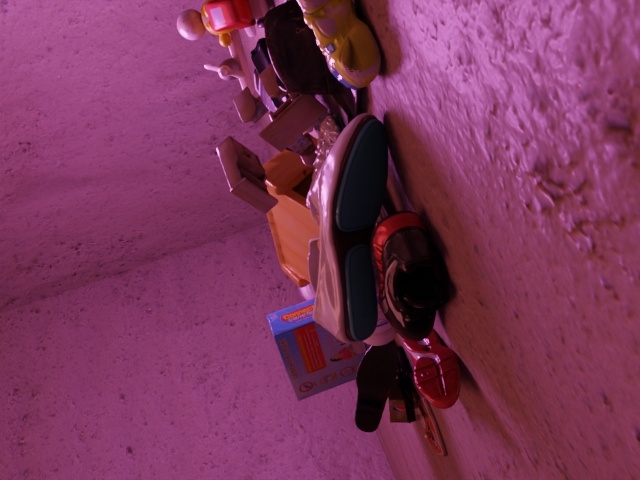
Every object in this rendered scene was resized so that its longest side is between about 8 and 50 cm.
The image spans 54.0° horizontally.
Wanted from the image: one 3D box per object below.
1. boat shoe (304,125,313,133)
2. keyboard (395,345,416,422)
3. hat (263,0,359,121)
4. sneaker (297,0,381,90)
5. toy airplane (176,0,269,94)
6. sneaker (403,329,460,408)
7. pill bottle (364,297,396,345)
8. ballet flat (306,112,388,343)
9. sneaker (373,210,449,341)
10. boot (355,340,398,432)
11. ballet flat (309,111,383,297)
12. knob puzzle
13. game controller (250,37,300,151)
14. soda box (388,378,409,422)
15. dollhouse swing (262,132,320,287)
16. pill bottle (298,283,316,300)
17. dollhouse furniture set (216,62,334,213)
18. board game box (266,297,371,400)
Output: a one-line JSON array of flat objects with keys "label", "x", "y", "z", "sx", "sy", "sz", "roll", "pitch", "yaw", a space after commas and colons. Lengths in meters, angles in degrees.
[{"label": "boat shoe", "x": -0.076, "y": -0.377, "z": 1.663, "sx": 0.302, "sy": 0.094, "sz": 0.109, "roll": 83, "pitch": 167, "yaw": -59}, {"label": "keyboard", "x": 0.202, "y": 0.361, "z": 1.582, "sx": 0.100, "sy": 0.038, "sz": 0.192, "roll": 95, "pitch": 166, "yaw": -69}, {"label": "hat", "x": -0.033, "y": -0.353, "z": 1.167, "sx": 0.331, "sy": 0.134, "sz": 0.331, "roll": 161, "pitch": 90, "yaw": -84}, {"label": "sneaker", "x": 0.015, "y": -0.336, "z": 0.975, "sx": 0.126, "sy": 0.091, "sz": 0.240, "roll": 108, "pitch": 141, "yaw": -82}, {"label": "toy airplane", "x": -0.296, "y": -0.676, "z": 1.872, "sx": 0.384, "sy": 0.272, "sz": 0.386, "roll": 83, "pitch": 166, "yaw": -67}, {"label": "sneaker", "x": 0.220, "y": 0.258, "z": 1.139, "sx": 0.221, "sy": 0.087, "sz": 0.128, "roll": -92, "pitch": -22, "yaw": -67}, {"label": "pill bottle", "x": 0.113, "y": 0.130, "z": 1.411, "sx": 0.124, "sy": 0.124, "sz": 0.221, "roll": -116, "pitch": 9, "yaw": -51}, {"label": "ballet flat", "x": 0.031, "y": -0.018, "z": 1.086, "sx": 0.139, "sy": 0.139, "sz": 0.400, "roll": -129, "pitch": 39, "yaw": -73}, {"label": "sneaker", "x": 0.152, "y": 0.089, "z": 1.032, "sx": 0.135, "sy": 0.098, "sz": 0.276, "roll": -112, "pitch": 8, "yaw": -49}, {"label": "boot", "x": 0.161, "y": 0.308, "z": 1.614, "sx": 0.280, "sy": 0.096, "sz": 0.264, "roll": -59, "pitch": -27, "yaw": -64}, {"label": "ballet flat", "x": 0.052, "y": -0.069, "z": 1.223, "sx": 0.147, "sy": 0.147, "sz": 0.409, "roll": 84, "pitch": 165, "yaw": -66}, {"label": "knob puzzle", "x": 0.261, "y": 0.457, "z": 1.565, "sx": 0.213, "sy": 0.030, "sz": 0.213, "roll": 161, "pitch": 90, "yaw": -84}, {"label": "game controller", "x": -0.105, "y": -0.359, "z": 1.538, "sx": 0.166, "sy": 0.067, "sz": 0.319, "roll": 85, "pitch": 166, "yaw": -48}, {"label": "soda box", "x": 0.215, "y": 0.440, "z": 1.716, "sx": 0.181, "sy": 0.058, "sz": 0.061, "roll": 78, "pitch": -168, "yaw": -54}, {"label": "dollhouse swing", "x": 0.026, "y": -0.054, "z": 1.698, "sx": 0.305, "sy": 0.315, "sz": 0.347, "roll": 18, "pitch": 136, "yaw": 33}, {"label": "pill bottle", "x": 0.007, "y": 0.157, "z": 2.282, "sx": 0.301, "sy": 0.169, "sz": 0.169, "roll": 129, "pitch": 121, "yaw": -83}, {"label": "dollhouse furniture set", "x": -0.088, "y": -0.205, "z": 1.337, "sx": 0.212, "sy": 0.242, "sz": 0.161, "roll": 32, "pitch": -155, "yaw": -45}, {"label": "board game box", "x": 0.034, "y": 0.286, "z": 1.779, "sx": 0.086, "sy": 0.302, "sz": 0.308, "roll": -116, "pitch": 9, "yaw": -48}]
